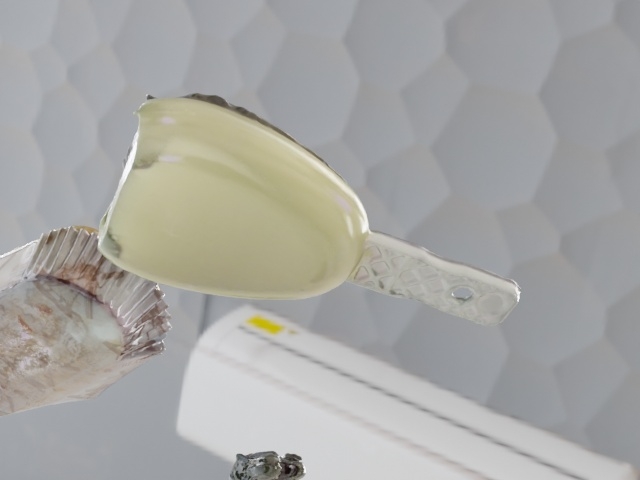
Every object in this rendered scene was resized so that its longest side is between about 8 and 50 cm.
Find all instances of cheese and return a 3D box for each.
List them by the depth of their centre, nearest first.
[{"bbox_3d":[0.000,0.000,0.682,0.252,0.127,0.054,19,-138,-11],"label":"cheese"}]

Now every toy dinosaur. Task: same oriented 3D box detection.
[{"bbox_3d":[-0.099,0.227,0.943,0.179,0.187,0.087,3,-151,-25],"label":"toy dinosaur"}]

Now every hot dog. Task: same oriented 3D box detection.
[{"bbox_3d":[-0.219,0.069,0.894,0.268,0.144,0.075,-22,-146,37],"label":"hot dog"}]
